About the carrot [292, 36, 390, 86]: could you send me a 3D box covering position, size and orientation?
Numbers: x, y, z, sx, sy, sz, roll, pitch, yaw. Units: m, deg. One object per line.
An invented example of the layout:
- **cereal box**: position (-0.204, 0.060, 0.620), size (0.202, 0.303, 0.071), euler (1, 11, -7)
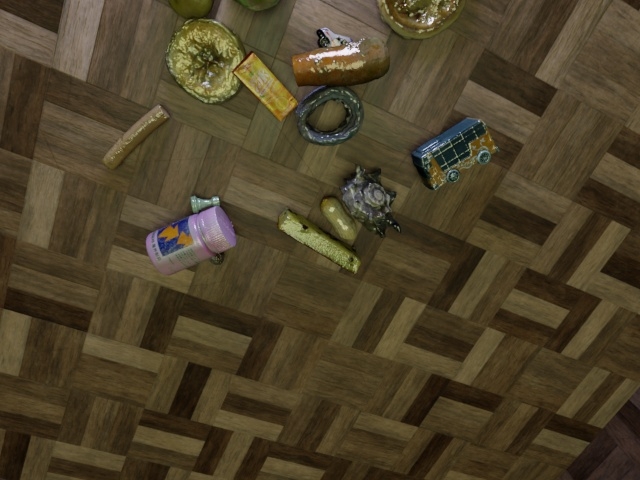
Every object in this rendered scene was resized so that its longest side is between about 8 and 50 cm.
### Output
- **carrot**: position (0.067, -0.553, 1.304), size (0.301, 0.139, 0.139), euler (-10, 113, 5)

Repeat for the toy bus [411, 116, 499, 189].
- **toy bus**: position (0.488, -0.322, 1.529), size (0.275, 0.138, 0.167), euler (-33, 110, 7)

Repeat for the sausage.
- **sausage**: position (-0.655, -0.362, 1.450), size (0.301, 0.066, 0.066), euler (-39, 111, 9)

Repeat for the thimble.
- **thimble**: position (0.029, -0.432, 1.423), size (0.236, 0.172, 0.205), euler (-6, 110, -1)

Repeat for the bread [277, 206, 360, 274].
- **bread**: position (-0.001, 0.000, 1.619), size (0.361, 0.138, 0.077), euler (31, 104, -17)

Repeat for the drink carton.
- **drink carton**: position (-0.185, -0.519, 1.393), size (0.096, 0.071, 0.223), euler (-44, 121, 8)

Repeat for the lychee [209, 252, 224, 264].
- **lychee**: position (-0.415, 0.061, 1.644), size (0.068, 0.067, 0.083), euler (25, 129, 4)

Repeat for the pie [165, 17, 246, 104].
- **pie**: position (-0.380, -0.596, 1.379), size (0.274, 0.055, 0.274), euler (-2, 113, -5)

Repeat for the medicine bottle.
- **medicine bottle**: position (-0.484, 0.001, 1.552), size (0.290, 0.178, 0.178), euler (-23, 113, 5)

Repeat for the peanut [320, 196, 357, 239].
- **peanut**: position (0.075, -0.083, 1.618), size (0.087, 0.087, 0.207), euler (-34, 111, 9)

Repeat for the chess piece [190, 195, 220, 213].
- **chess piece**: position (-0.436, -0.142, 1.563), size (0.103, 0.067, 0.067), euler (-9, 113, -10)

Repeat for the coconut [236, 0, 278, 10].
- **coconut**: position (-0.209, -0.810, 1.229), size (0.236, 0.236, 0.205), euler (-6, 141, -3)

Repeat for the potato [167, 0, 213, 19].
- **potato**: position (-0.399, -0.782, 1.245), size (0.137, 0.154, 0.200), euler (-7, 114, -19)

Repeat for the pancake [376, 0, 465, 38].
- **pancake**: position (0.331, -0.844, 1.335), size (0.356, 0.065, 0.356), euler (-3, 116, -7)

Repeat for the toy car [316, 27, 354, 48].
- **toy car**: position (0.075, -0.633, 1.387), size (0.108, 0.089, 0.210), euler (-34, 113, 10)

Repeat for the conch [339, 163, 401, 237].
- **conch**: position (0.192, -0.132, 1.531), size (0.186, 0.241, 0.313), euler (-18, 127, 17)
